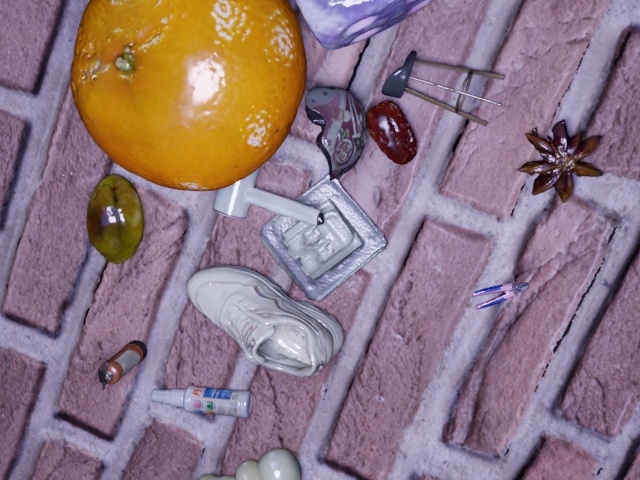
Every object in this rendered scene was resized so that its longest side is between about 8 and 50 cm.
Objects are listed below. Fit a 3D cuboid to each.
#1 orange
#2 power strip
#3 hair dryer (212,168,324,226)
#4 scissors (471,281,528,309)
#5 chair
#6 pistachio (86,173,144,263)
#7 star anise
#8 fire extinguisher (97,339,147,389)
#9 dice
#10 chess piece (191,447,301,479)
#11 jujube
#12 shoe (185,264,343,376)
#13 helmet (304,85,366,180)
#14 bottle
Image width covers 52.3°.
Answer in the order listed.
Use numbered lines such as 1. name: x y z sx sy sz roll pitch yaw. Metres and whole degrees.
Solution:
1. orange: -0.234 -0.296 1.140 0.424 0.326 0.424 0 89 27
2. power strip: 0.000 0.000 1.316 0.213 0.064 0.198 -41 94 11
3. hair dryer: -0.095 -0.086 1.285 0.236 0.073 0.131 22 101 20
4. scissors: 0.363 0.107 1.313 0.113 0.012 0.039 -17 97 10
5. chair: 0.232 -0.295 1.227 0.221 0.104 0.095 14 75 0
6. pistachio: -0.419 -0.040 1.344 0.110 0.100 0.189 8 99 10
7. star anise: 0.457 -0.149 1.235 0.168 0.057 0.168 1 99 8
8. fire extinguisher: -0.418 0.256 1.355 0.050 0.177 0.062 12 102 6
9. dice: 0.064 -0.507 1.116 0.271 0.270 0.270 -26 95 11
10. chess piece: -0.158 0.534 1.394 0.251 0.144 0.144 -27 95 6
11. jujube: 0.138 -0.206 1.261 0.077 0.077 0.129 -28 104 11
12. shoe: -0.121 0.160 1.283 0.342 0.210 0.132 25 102 3
13. helmet: 0.038 -0.214 1.236 0.107 0.153 0.177 -20 96 -2
14. bottle: -0.258 0.346 1.409 0.217 0.060 0.060 3 100 6
